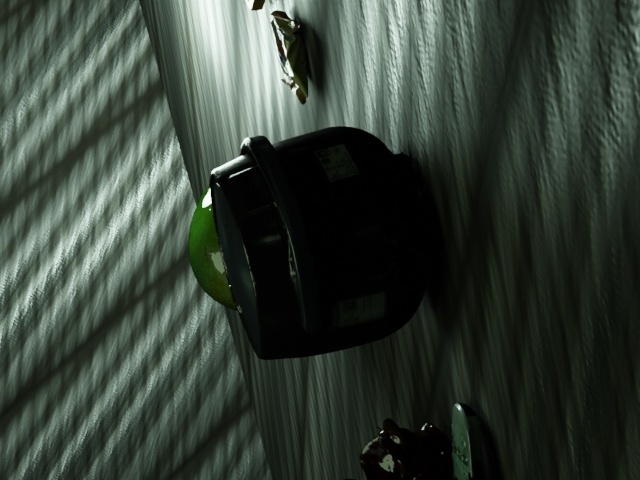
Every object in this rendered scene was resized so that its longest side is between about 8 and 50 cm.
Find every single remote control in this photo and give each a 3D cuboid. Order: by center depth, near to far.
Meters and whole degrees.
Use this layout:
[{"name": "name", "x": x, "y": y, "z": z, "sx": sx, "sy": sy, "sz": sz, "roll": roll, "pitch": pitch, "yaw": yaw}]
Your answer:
[{"name": "remote control", "x": 0.180, "y": 0.309, "z": 1.284, "sx": 0.097, "sy": 0.045, "sz": 0.256, "roll": -125, "pitch": 25, "yaw": -75}]

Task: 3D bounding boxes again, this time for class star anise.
[{"name": "star anise", "x": 0.098, "y": 0.321, "z": 1.357, "sx": 0.126, "sy": 0.190, "sz": 0.220, "roll": 34, "pitch": -170, "yaw": 28}]

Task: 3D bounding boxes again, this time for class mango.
[{"name": "mango", "x": -0.120, "y": -0.013, "z": 1.841, "sx": 0.382, "sy": 0.201, "sz": 0.225, "roll": -129, "pitch": 53, "yaw": -66}]

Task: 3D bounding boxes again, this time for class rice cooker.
[{"name": "rice cooker", "x": 0.000, "y": 0.000, "z": 1.307, "sx": 0.267, "sy": 0.224, "sz": 0.267, "roll": 166, "pitch": 90, "yaw": -79}]

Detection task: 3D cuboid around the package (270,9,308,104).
[{"name": "package", "x": -0.045, "y": -0.271, "z": 1.632, "sx": 0.108, "sy": 0.031, "sz": 0.121, "roll": -124, "pitch": 22, "yaw": -57}]

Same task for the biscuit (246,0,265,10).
[{"name": "biscuit", "x": -0.109, "y": -0.455, "z": 1.710, "sx": 0.142, "sy": 0.029, "sz": 0.221, "roll": -122, "pitch": 21, "yaw": -50}]
